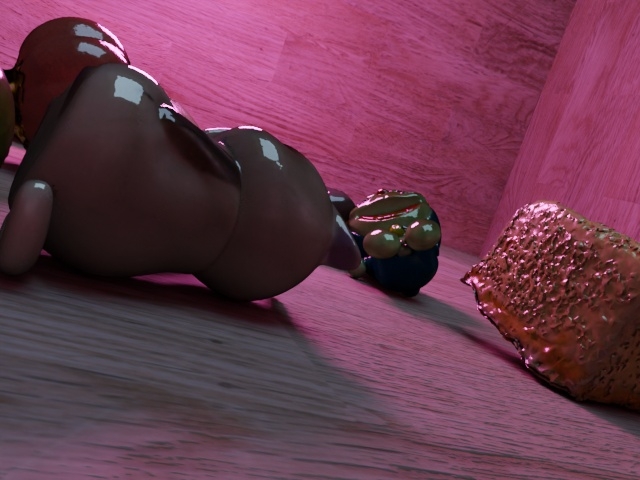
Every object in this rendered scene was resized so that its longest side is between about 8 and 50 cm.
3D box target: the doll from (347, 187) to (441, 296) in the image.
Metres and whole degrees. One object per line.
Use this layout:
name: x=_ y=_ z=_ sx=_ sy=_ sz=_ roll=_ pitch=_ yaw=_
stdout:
doll: x=0.151 y=0.004 z=1.323 sx=0.199 sy=0.186 sz=0.322 roll=-10 pitch=22 yaw=7

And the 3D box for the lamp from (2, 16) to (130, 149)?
lamp: x=-0.461 y=-0.249 z=1.165 sx=0.240 sy=0.305 sz=0.305 roll=-5 pitch=17 yaw=-28

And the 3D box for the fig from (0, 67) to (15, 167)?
fig: x=-0.393 y=-0.123 z=0.602 sx=0.207 sy=0.207 sz=0.230 roll=16 pitch=7 yaw=-33

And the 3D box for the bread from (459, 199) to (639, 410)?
bread: x=0.429 y=0.102 z=0.994 sx=0.279 sy=0.248 sz=0.315 roll=23 pitch=17 yaw=-20

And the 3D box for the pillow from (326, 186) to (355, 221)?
pillow: x=-0.101 y=-0.088 z=1.472 sx=0.228 sy=0.101 sz=0.326 roll=-13 pitch=24 yaw=-27

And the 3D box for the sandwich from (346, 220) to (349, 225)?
sandwich: x=0.008 y=-0.042 z=2.065 sx=0.117 sy=0.144 sz=0.187 roll=24 pitch=-28 yaw=38

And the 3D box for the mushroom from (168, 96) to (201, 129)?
mushroom: x=-0.245 y=-0.084 z=0.977 sx=0.189 sy=0.195 sz=0.253 roll=55 pitch=3 yaw=21

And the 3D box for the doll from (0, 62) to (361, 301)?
doll: x=-0.152 y=-0.052 z=0.701 sx=0.371 sy=0.225 sz=0.215 roll=9 pitch=-24 yaw=-38
